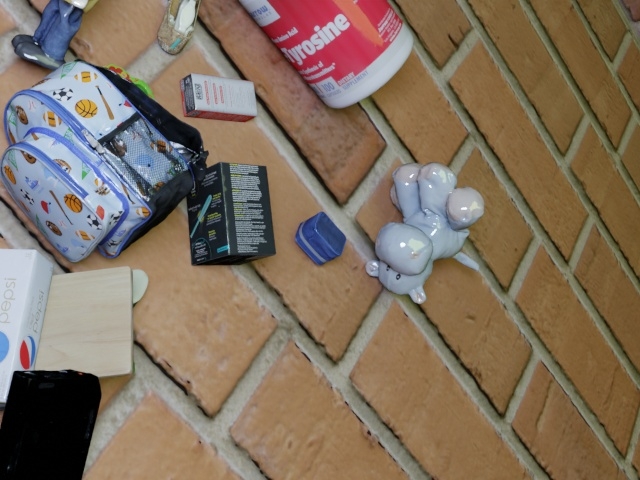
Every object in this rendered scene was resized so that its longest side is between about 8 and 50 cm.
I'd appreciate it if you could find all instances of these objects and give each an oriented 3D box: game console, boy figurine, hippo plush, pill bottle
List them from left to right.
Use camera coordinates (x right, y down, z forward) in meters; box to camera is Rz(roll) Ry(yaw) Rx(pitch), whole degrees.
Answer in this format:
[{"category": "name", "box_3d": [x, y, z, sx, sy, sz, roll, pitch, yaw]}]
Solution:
[{"category": "game console", "box_3d": [-0.430, 0.268, 0.928, 0.361, 0.044, 0.213, 11, 92, -56]}, {"category": "boy figurine", "box_3d": [-0.364, -0.394, 1.139, 0.092, 0.177, 0.285, 17, 112, -33]}, {"category": "pill bottle", "box_3d": [-0.019, -0.477, 1.497, 0.408, 0.229, 0.229, 47, 53, -23]}, {"category": "hippo plush", "box_3d": [0.189, -0.010, 1.630, 0.236, 0.234, 0.294, -41, 151, -22]}]

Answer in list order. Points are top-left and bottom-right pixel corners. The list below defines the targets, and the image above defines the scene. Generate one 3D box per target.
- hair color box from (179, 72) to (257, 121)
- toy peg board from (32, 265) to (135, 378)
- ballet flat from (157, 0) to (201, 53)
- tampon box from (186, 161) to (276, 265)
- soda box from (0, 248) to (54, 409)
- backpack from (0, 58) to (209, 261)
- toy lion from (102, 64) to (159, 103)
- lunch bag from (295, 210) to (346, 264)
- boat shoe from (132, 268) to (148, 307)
[{"category": "hair color box", "box_3d": [-0.188, -0.264, 1.421, 0.141, 0.043, 0.072, -1, 81, -43]}, {"category": "toy peg board", "box_3d": [-0.349, 0.135, 1.131, 0.161, 0.079, 0.161, -7, 67, 1]}, {"category": "ballet flat", "box_3d": [-0.243, -0.435, 1.395, 0.073, 0.067, 0.206, 20, 67, -36]}, {"category": "tampon box", "box_3d": [-0.159, -0.044, 1.342, 0.101, 0.120, 0.161, 1, 79, -41]}, {"category": "soda box", "box_3d": [-0.435, 0.122, 1.062, 0.069, 0.073, 0.216, 78, 14, -68]}, {"category": "backpack", "box_3d": [-0.343, -0.115, 1.121, 0.263, 0.276, 0.213, 53, 48, -2]}, {"category": "toy lion", "box_3d": [-0.334, -0.253, 1.300, 0.100, 0.034, 0.096, -17, 84, -43]}, {"category": "lunch bag", "box_3d": [0.000, 0.000, 1.513, 0.098, 0.065, 0.067, 49, 37, -21]}, {"category": "boat shoe", "box_3d": [-0.322, 0.102, 1.218, 0.049, 0.042, 0.133, 34, 57, -8]}]
